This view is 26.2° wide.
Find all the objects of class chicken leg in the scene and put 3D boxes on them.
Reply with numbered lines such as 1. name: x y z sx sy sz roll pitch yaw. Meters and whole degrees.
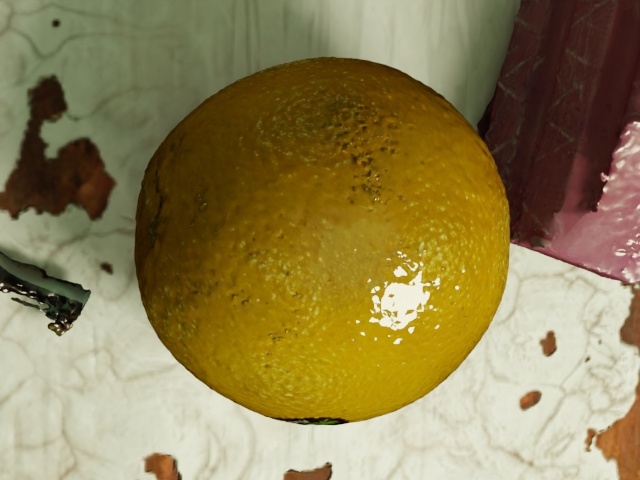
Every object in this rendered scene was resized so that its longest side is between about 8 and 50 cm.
1. chicken leg: -0.273 -0.017 1.009 0.106 0.051 0.253 -42 112 -15

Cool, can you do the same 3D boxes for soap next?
1. soap: 0.242 -0.134 1.093 0.127 0.220 0.325 15 93 -30

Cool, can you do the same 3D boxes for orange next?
1. orange: 0.000 0.000 0.998 0.274 0.274 0.274 -3 99 -19
